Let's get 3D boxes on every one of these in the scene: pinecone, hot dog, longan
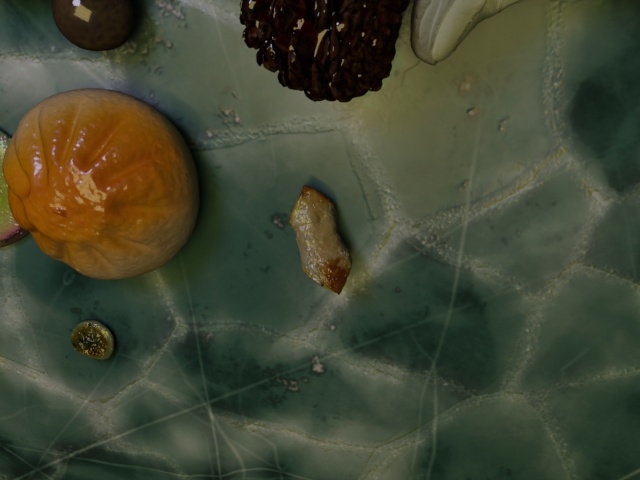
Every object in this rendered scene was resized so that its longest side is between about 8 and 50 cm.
[{"bbox_3d":[0.000,-0.275,0.689,0.221,0.221,0.222,3,112,8],"label":"pinecone"},{"bbox_3d":[-0.001,0.000,0.875,0.078,0.061,0.169,-14,89,-18],"label":"hot dog"},{"bbox_3d":[-0.303,-0.311,0.785,0.113,0.092,0.114,1,100,5],"label":"longan"}]

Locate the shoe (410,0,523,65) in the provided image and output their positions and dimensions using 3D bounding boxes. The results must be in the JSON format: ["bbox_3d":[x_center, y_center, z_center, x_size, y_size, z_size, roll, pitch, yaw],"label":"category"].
[{"bbox_3d":[0.252,-0.331,0.659,0.210,0.132,0.342,32,110,-1],"label":"shoe"}]

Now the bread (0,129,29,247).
[{"bbox_3d":[-0.568,-0.089,0.952,0.228,0.033,0.229,3,113,7],"label":"bread"}]

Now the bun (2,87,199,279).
[{"bbox_3d":[-0.334,-0.069,0.850,0.298,0.165,0.299,3,111,9],"label":"bun"}]

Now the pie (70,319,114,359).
[{"bbox_3d":[-0.408,0.179,1.039,0.084,0.021,0.084,3,112,8],"label":"pie"}]
